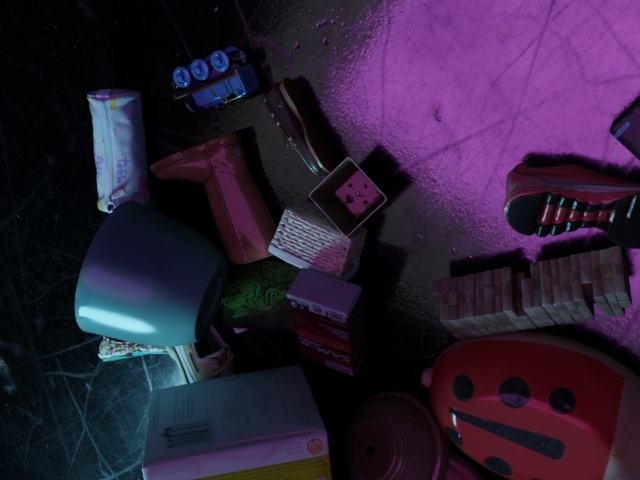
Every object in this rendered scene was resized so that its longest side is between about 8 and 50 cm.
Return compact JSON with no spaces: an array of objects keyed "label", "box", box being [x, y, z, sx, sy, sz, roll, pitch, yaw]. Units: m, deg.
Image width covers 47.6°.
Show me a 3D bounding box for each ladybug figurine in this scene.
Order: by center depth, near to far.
[{"label":"ladybug figurine","box":[0.395,0.327,1.332,0.449,0.162,0.305,12,111,22]}]

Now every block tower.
[{"label":"block tower","box":[0.372,0.100,1.294,0.335,0.091,0.097,-12,56,29]}]

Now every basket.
[{"label":"basket","box":[0.000,0.000,1.449,0.167,0.113,0.103,26,111,15]}]

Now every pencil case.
[{"label":"pencil case","box":[-0.444,-0.196,1.590,0.113,0.124,0.273,8,108,23]}]

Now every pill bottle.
[{"label":"pill bottle","box":[-0.188,0.163,1.625,0.043,0.043,0.083,-22,96,29]}]

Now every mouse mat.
[{"label":"mouse mat","box":[-0.128,0.117,1.572,0.189,0.007,0.153,0,88,22]}]

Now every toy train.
[{"label":"toy train","box":[-0.217,-0.321,1.471,0.184,0.080,0.105,-15,105,28]}]

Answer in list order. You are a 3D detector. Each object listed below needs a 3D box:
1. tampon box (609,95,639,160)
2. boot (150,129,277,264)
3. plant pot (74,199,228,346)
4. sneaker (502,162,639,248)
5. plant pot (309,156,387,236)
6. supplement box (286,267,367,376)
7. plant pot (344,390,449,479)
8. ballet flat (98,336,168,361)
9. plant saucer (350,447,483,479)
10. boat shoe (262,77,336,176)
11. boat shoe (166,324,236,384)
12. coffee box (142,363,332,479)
[{"label":"tampon box","box":[0.557,-0.165,1.137,0.161,0.101,0.120,45,119,6]},{"label":"boot","box":[-0.224,-0.073,1.546,0.236,0.089,0.270,-15,100,29]},{"label":"plant pot","box":[-0.333,0.089,1.525,0.235,0.293,0.293,18,113,5]},{"label":"sneaker","box":[0.459,-0.079,1.207,0.313,0.136,0.116,7,133,0]},{"label":"plant pot","box":[0.062,-0.087,1.392,0.109,0.096,0.109,-43,86,16]},{"label":"supplement box","box":[0.018,0.167,1.448,0.130,0.073,0.239,17,146,21]},{"label":"plant pot","box":[0.128,0.422,1.461,0.237,0.109,0.238,-11,72,37]},{"label":"ballet flat","box":[-0.442,0.246,1.754,0.240,0.091,0.077,-9,80,24]},{"label":"plant saucer","box":[0.207,0.590,1.549,0.332,0.084,0.332,7,108,24]},{"label":"boat shoe","box":[-0.042,-0.214,1.427,0.073,0.073,0.207,-29,85,31]},{"label":"boat shoe","box":[-0.254,0.283,1.655,0.103,0.113,0.302,-38,87,35]},{"label":"coffee box","box":[-0.158,0.492,1.480,0.338,0.337,0.335,-9,104,-7]}]
